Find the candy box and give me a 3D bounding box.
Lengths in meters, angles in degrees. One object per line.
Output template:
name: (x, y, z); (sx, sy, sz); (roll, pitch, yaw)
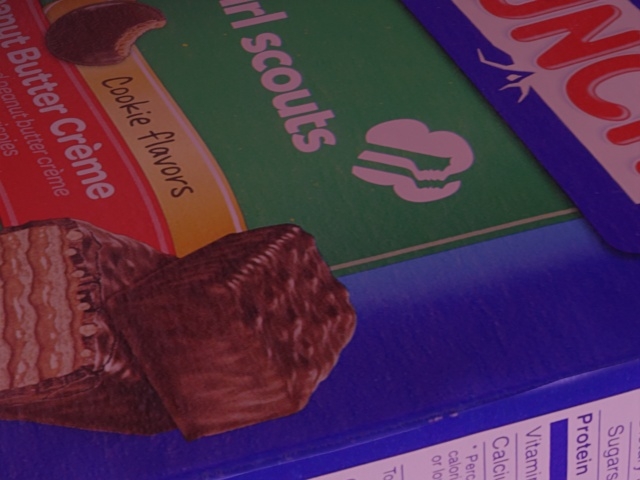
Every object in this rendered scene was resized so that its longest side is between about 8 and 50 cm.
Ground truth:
candy box: (0.000, 0.000, 0.492); (0.317, 0.268, 0.122); (-13, 131, -13)
